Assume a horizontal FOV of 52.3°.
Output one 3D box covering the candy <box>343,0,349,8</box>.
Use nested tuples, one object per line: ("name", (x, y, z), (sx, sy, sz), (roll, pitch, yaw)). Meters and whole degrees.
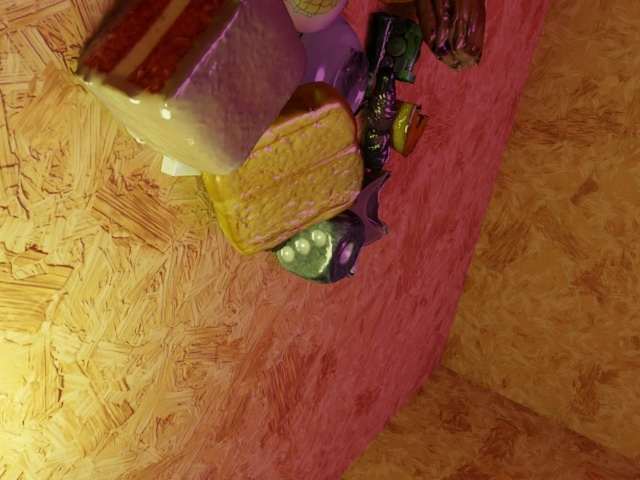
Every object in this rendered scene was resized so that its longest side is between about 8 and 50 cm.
("candy", (0.013, -0.593, 1.379), (0.097, 0.096, 0.210), (-46, 142, -37))

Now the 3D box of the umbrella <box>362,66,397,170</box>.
("umbrella", (0.171, -0.345, 1.884), (0.094, 0.090, 0.326), (-45, 150, -41))

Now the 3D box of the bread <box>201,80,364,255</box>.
("bread", (-0.082, -0.161, 1.334), (0.336, 0.148, 0.328), (-30, 139, -11))

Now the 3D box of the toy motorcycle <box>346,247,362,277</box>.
("toy motorcycle", (0.061, 0.009, 1.978), (0.260, 0.110, 0.171), (39, 58, -56))

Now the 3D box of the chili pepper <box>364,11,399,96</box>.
("chili pepper", (0.149, -0.497, 1.760), (0.088, 0.059, 0.227), (-42, 151, -61))

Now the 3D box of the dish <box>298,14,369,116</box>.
("dish", (0.036, -0.380, 1.579), (0.316, 0.106, 0.317), (-43, 146, -39))

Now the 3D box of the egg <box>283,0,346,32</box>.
("egg", (-0.020, -0.533, 1.244), (0.196, 0.196, 0.271), (-53, 155, -25))

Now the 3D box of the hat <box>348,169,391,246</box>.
("hat", (0.125, -0.108, 1.987), (0.244, 0.149, 0.215), (-17, 120, -35))

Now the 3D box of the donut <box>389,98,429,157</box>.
("donut", (0.258, -0.338, 2.008), (0.152, 0.101, 0.259), (-68, 168, 5))

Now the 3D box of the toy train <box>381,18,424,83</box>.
("toy train", (0.241, -0.536, 1.845), (0.071, 0.104, 0.178), (13, 98, -60))

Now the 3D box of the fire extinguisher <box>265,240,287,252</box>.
("fire extinguisher", (-0.148, -0.013, 1.585), (0.089, 0.072, 0.267), (-37, 159, 13))

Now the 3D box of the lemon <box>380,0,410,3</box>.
("lemon", (0.182, -0.679, 1.415), (0.297, 0.297, 0.297), (-44, 146, -39))

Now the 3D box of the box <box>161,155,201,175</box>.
("box", (-0.250, -0.202, 1.254), (0.084, 0.040, 0.155), (-16, 126, -62))

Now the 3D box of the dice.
("dice", (0.000, 0.000, 1.745), (0.181, 0.183, 0.183), (-16, 126, -60))

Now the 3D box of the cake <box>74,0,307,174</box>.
("cake", (-0.199, -0.291, 1.061), (0.309, 0.237, 0.230), (-59, 150, -10))

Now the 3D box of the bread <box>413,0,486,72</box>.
("bread", (0.360, -0.645, 1.772), (0.277, 0.166, 0.325), (-4, 81, -63))
